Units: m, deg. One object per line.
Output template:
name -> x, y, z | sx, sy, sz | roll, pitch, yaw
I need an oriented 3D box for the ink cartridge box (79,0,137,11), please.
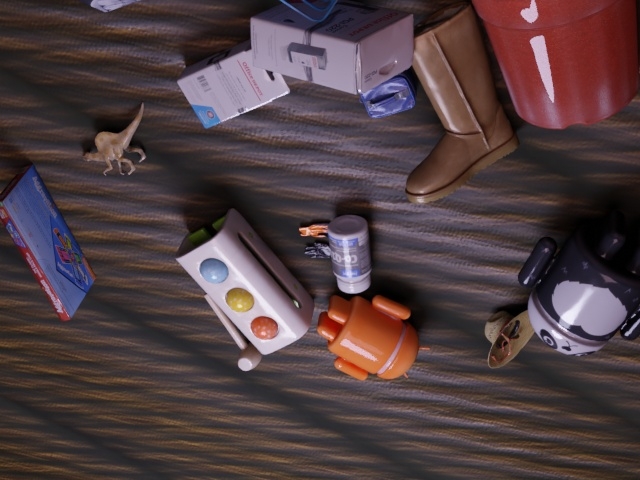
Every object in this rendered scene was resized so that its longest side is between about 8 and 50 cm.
ink cartridge box -> -0.318, -0.437, 1.689 | 0.206, 0.208, 0.045 | -13, 84, 19

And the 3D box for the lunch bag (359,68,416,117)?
lunch bag -> 0.114, -0.255, 1.802 | 0.098, 0.065, 0.067 | -16, 119, 20

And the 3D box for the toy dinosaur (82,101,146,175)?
toy dinosaur -> -0.375, -0.173, 1.960 | 0.183, 0.053, 0.092 | -32, 111, 28

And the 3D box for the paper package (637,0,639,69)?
paper package -> 0.642, -0.369, 1.531 | 0.324, 0.168, 0.309 | -10, 121, 4

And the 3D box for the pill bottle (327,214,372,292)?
pill bottle -> 0.058, 0.027, 1.995 | 0.078, 0.078, 0.137 | -1, 123, 12

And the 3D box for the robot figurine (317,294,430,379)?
robot figurine -> 0.101, 0.194, 2.071 | 0.219, 0.158, 0.128 | 28, 164, -8

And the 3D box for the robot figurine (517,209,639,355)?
robot figurine -> 0.491, 0.083, 1.889 | 0.209, 0.173, 0.278 | 51, 130, 30

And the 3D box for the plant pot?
plant pot -> 0.370, -0.333, 1.599 | 0.272, 0.272, 0.265 | -10, 129, 17

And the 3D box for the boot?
boot -> 0.197, -0.228, 1.761 | 0.236, 0.089, 0.269 | -34, 119, -10

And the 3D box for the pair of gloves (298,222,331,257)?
pair of gloves -> 0.000, 0.000, 2.030 | 0.074, 0.010, 0.083 | -4, 125, 12

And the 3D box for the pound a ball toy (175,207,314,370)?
pound a ball toy -> -0.165, 0.123, 2.068 | 0.208, 0.136, 0.319 | -28, 114, 26

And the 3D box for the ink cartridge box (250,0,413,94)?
ink cartridge box -> 0.019, -0.318, 1.672 | 0.218, 0.158, 0.092 | 22, 129, 32

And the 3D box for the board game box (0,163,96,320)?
board game box -> -0.537, 0.005, 2.054 | 0.027, 0.145, 0.281 | -11, 120, 21

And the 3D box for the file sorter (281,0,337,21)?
file sorter -> -0.005, -0.438, 1.642 | 0.118, 0.170, 0.104 | 32, 127, -11

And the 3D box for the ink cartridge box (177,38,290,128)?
ink cartridge box -> -0.146, -0.281, 1.838 | 0.180, 0.060, 0.104 | -19, 117, 22

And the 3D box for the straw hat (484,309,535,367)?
straw hat -> 0.356, 0.175, 2.044 | 0.061, 0.144, 0.144 | 42, 134, 35
